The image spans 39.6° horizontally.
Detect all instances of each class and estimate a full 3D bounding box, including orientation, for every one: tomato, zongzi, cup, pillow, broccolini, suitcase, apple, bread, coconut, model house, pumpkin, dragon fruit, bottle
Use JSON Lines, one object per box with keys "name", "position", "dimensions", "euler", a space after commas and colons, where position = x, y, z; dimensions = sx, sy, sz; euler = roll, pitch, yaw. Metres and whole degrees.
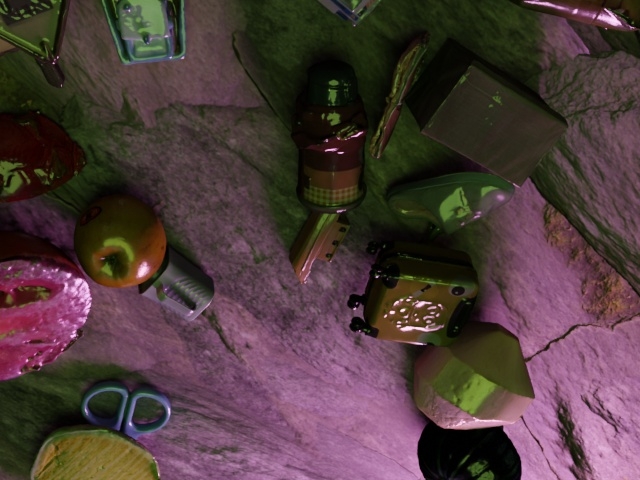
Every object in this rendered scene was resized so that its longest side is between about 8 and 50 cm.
{"name": "tomato", "position": [-0.599, 0.113, 1.681], "dimensions": [0.290, 0.176, 0.334], "euler": [-1, 128, -32]}
{"name": "zongzi", "position": [0.466, -0.515, 1.500], "dimensions": [0.260, 0.123, 0.289], "euler": [11, 109, -12]}
{"name": "cup", "position": [-0.282, 0.093, 1.738], "dimensions": [0.129, 0.128, 0.095], "euler": [36, 108, -28]}
{"name": "pillow", "position": [0.141, -0.260, 1.594], "dimensions": [0.043, 0.126, 0.232], "euler": [23, 115, 5]}
{"name": "broccolini", "position": [0.214, -0.004, 1.811], "dimensions": [0.054, 0.051, 0.239], "euler": [30, 120, -27]}
{"name": "suitcase", "position": [0.188, 0.099, 1.774], "dimensions": [0.235, 0.143, 0.194], "euler": [8, 128, -10]}
{"name": "apple", "position": [-0.374, 0.005, 1.651], "dimensions": [0.182, 0.155, 0.182], "euler": [-3, 120, -4]}
{"name": "bread", "position": [-0.494, 0.513, 1.975], "dimensions": [0.301, 0.045, 0.301], "euler": [1, 126, 1]}
{"name": "coconut", "position": [0.326, 0.283, 1.883], "dimensions": [0.259, 0.259, 0.259], "euler": [-4, 121, -6]}
{"name": "model house", "position": [-0.464, -0.337, 1.408], "dimensions": [0.205, 0.218, 0.278], "euler": [-16, 126, 3]}
{"name": "pumpkin", "position": [0.357, 0.486, 2.036], "dimensions": [0.248, 0.248, 0.248], "euler": [-4, 121, -6]}
{"name": "dragon fruit", "position": [-0.502, -0.148, 1.565], "dimensions": [0.161, 0.127, 0.120], "euler": [-4, 129, -6]}
{"name": "bottle", "position": [0.021, -0.186, 1.598], "dimensions": [0.156, 0.143, 0.271], "euler": [21, 129, 28]}

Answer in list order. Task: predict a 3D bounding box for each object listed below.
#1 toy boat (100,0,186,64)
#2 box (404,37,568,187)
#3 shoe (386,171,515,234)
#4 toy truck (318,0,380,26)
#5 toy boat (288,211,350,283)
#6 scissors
{"name": "toy boat", "position": [-0.290, -0.438, 1.413], "dimensions": [0.145, 0.133, 0.331], "euler": [-6, 121, -4]}
{"name": "box", "position": [0.298, -0.234, 1.616], "dimensions": [0.231, 0.149, 0.155], "euler": [25, 114, -22]}
{"name": "shoe", "position": [0.244, -0.065, 1.696], "dimensions": [0.251, 0.100, 0.103], "euler": [-5, 156, 25]}
{"name": "toy truck", "position": [-0.001, -0.487, 1.435], "dimensions": [0.268, 0.124, 0.155], "euler": [33, 116, -26]}
{"name": "toy boat", "position": [0.000, 0.000, 1.768], "dimensions": [0.077, 0.057, 0.200], "euler": [18, 117, -25]}
{"name": "scissors", "position": [-0.469, 0.495, 2.009], "dimensions": [0.193, 0.029, 0.447], "euler": [11, 121, -14]}
